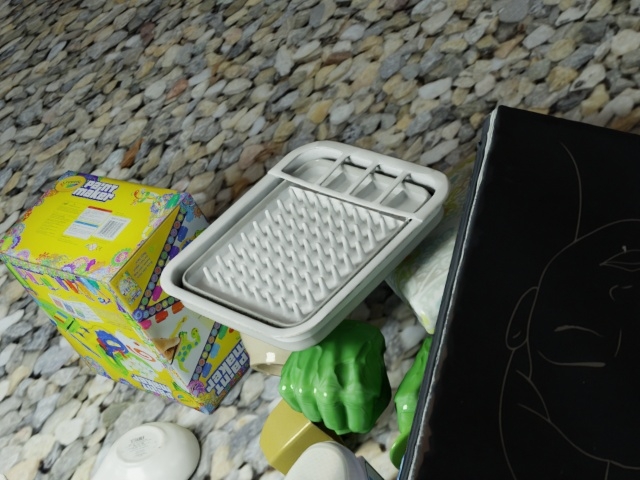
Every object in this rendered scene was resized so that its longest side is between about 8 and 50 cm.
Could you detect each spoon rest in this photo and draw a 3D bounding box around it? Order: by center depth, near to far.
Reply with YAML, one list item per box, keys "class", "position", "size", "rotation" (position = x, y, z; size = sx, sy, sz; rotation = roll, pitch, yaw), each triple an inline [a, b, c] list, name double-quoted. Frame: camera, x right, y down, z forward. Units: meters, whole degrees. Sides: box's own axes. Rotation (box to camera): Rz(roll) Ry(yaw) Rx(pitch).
- class: "spoon rest"
  position: [-0.297, 0.324, 1.924]
  size: [0.276, 0.084, 0.137]
  rotation: [-16, 37, -1]

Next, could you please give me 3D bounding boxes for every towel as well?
- class: "towel"
  position: [0.227, -0.023, 1.858]
  size: [0.320, 0.090, 0.374]
  rotation: [-35, 17, -1]

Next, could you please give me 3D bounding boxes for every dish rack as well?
- class: "dish rack"
  position: [-0.013, 0.011, 1.818]
  size: [0.285, 0.072, 0.333]
  rotation: [20, 52, 42]

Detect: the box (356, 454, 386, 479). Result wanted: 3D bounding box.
- class: "box"
  position: [0.014, 0.396, 1.505]
  size: [0.169, 0.087, 0.290]
  rotation: [-21, 52, 13]

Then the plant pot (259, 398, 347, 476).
- class: "plant pot"
  position: [-0.029, 0.256, 1.792]
  size: [0.083, 0.081, 0.081]
  rotation: [-44, 34, 6]

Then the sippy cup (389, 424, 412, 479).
- class: "sippy cup"
  position: [0.194, 0.286, 1.452]
  size: [0.305, 0.224, 0.240]
  rotation: [-8, 41, 29]

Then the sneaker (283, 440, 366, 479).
- class: "sneaker"
  position: [-0.044, 0.331, 1.446]
  size: [0.110, 0.118, 0.292]
  rotation: [11, 63, 34]

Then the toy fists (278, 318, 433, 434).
- class: "toy fists"
  position: [0.088, 0.182, 1.722]
  size: [0.279, 0.096, 0.142]
  rotation: [9, 32, 10]

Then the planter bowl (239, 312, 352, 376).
- class: "planter bowl"
  position: [-0.041, 0.127, 1.911]
  size: [0.162, 0.162, 0.109]
  rotation: [-3, 71, 35]

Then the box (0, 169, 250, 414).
- class: "box"
  position: [-0.264, 0.070, 2.020]
  size: [0.290, 0.279, 0.177]
  rotation: [12, 53, 44]

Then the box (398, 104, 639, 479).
- class: "box"
  position: [0.313, 0.195, 1.185]
  size: [0.480, 0.297, 0.472]
  rotation: [13, 57, 6]
